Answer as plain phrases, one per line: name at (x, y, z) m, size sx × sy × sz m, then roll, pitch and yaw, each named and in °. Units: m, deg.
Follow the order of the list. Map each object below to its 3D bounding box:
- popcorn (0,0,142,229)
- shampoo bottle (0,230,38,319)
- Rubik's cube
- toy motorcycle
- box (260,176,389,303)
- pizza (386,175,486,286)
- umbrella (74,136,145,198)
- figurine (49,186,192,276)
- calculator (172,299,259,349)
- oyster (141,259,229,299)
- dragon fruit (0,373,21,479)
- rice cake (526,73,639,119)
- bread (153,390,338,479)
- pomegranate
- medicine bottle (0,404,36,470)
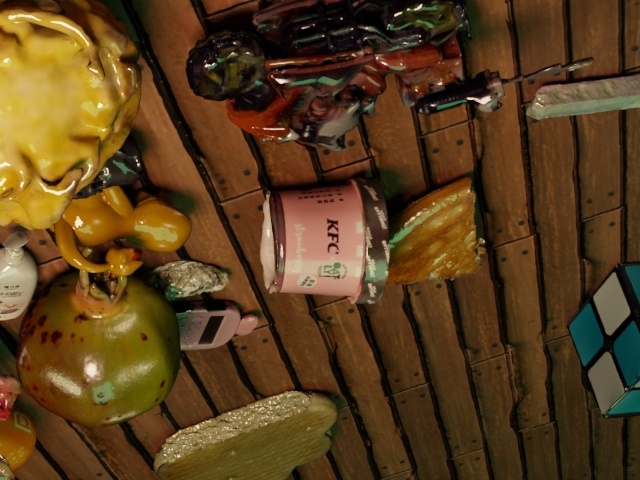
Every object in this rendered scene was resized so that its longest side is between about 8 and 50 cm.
popcorn at (-0.284, -0.120, 1.503) m, size 0.250 × 0.190 × 0.250 m, roll -15°, pitch 125°, yaw -22°
shampoo bottle at (-0.359, 0.036, 1.894) m, size 0.077 × 0.045 × 0.152 m, roll -1°, pitch 145°, yaw -26°
Rubik's cube at (0.493, 0.144, 2.404) m, size 0.180 × 0.167 × 0.183 m, roll -3°, pitch 146°, yaw -22°
toy motorcycle at (0.070, -0.180, 1.679) m, size 0.401 × 0.134 × 0.207 m, roll -16°, pitch 150°, yaw -1°
box at (0.000, 0.000, 1.934) m, size 0.135 × 0.151 × 0.151 m, roll 0°, pitch 147°, yaw -11°
pizza at (0.135, 0.003, 2.090) m, size 0.201 × 0.053 × 0.193 m, roll -37°, pitch 145°, yaw 11°
umbrella at (-0.337, -0.078, 1.654) m, size 0.337 × 0.128 × 0.154 m, roll -13°, pitch 166°, yaw -21°
figurine at (-0.220, -0.010, 1.814) m, size 0.176 × 0.122 × 0.121 m, roll 5°, pitch 141°, yaw -32°
calculator at (-0.162, 0.111, 2.144) m, size 0.166 × 0.024 × 0.103 m, roll -1°, pitch 146°, yaw -22°
oyster at (-0.178, 0.063, 2.041) m, size 0.098 × 0.037 × 0.100 m, roll 16°, pitch 136°, yaw -44°
dragon fruit at (-0.463, 0.175, 1.925) m, size 0.282 × 0.147 × 0.211 m, roll 24°, pitch 153°, yaw -1°
rice cake at (0.341, -0.173, 1.931) m, size 0.211 × 0.034 × 0.043 m, roll -8°, pitch 157°, yaw -18°
bread at (-0.104, 0.312, 2.473) m, size 0.287 × 0.056 × 0.207 m, roll -17°, pitch 147°, yaw 0°
pomegranate at (-0.253, 0.118, 1.924) m, size 0.198 × 0.198 × 0.246 m, roll -3°, pitch 163°, yaw -24°
medicine bottle at (-0.455, 0.233, 2.118) m, size 0.096 × 0.096 × 0.192 m, roll -26°, pitch 149°, yaw 14°
